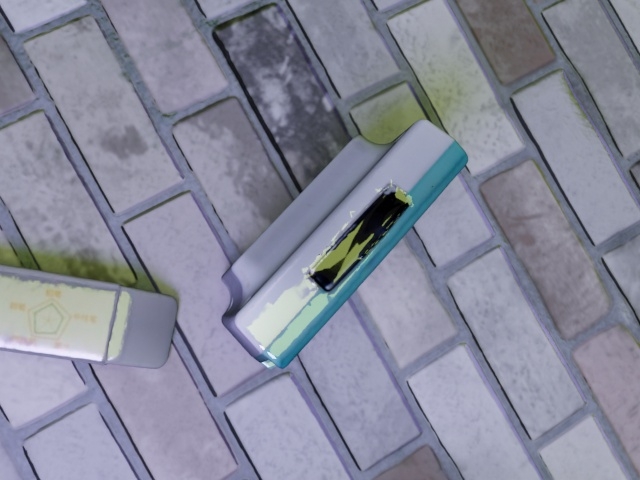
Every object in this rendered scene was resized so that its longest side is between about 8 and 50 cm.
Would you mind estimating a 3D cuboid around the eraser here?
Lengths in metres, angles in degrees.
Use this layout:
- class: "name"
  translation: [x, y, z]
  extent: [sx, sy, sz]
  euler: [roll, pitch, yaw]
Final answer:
- class: "eraser"
  translation: [-0.330, 0.069, 0.728]
  extent: [0.352, 0.061, 0.089]
  euler: [11, 82, -9]

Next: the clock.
- class: "clock"
  translation: [0.000, 0.000, 0.714]
  extent: [0.116, 0.231, 0.262]
  euler: [41, 78, 1]
